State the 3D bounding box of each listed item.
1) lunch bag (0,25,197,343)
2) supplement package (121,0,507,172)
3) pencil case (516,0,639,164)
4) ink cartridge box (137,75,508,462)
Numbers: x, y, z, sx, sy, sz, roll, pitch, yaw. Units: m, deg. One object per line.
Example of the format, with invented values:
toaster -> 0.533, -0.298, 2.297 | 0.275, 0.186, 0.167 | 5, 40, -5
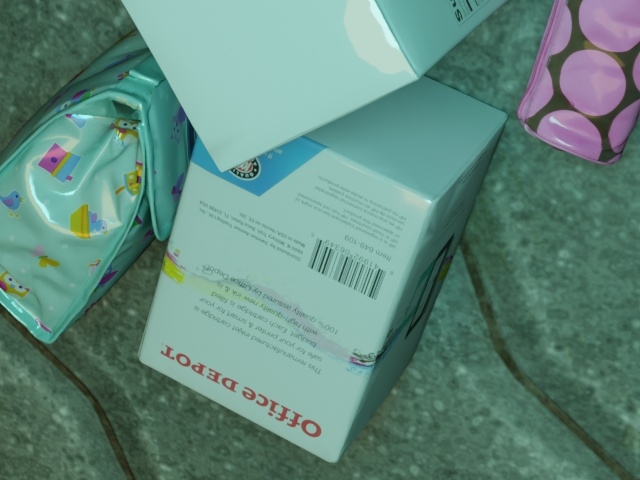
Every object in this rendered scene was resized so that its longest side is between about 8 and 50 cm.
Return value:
lunch bag -> -0.176, -0.073, 1.235 | 0.160, 0.223, 0.262 | 40, 123, -3
supplement package -> 0.014, -0.202, 1.034 | 0.178, 0.293, 0.175 | -22, 103, 34
pencil case -> 0.213, -0.161, 1.081 | 0.098, 0.095, 0.209 | 4, 120, -15
ink cartridge box -> 0.000, 0.000, 1.199 | 0.198, 0.197, 0.270 | 26, 123, 12
